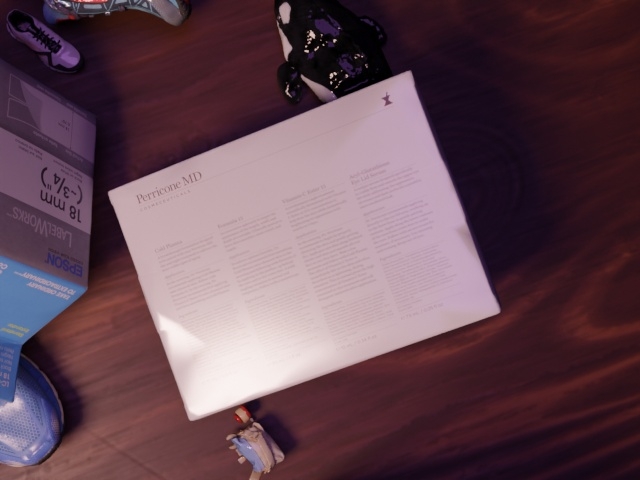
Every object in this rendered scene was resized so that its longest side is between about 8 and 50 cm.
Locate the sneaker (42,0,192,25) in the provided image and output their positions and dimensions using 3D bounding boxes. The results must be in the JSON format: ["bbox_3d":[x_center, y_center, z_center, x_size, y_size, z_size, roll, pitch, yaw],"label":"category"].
[{"bbox_3d":[-0.284,-0.311,1.161,0.262,0.104,0.125,27,101,2],"label":"sneaker"}]

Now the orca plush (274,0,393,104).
[{"bbox_3d":[0.029,-0.197,1.163,0.151,0.102,0.287,-15,87,-6],"label":"orca plush"}]

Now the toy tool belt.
[{"bbox_3d":[-0.086,0.245,1.142,0.051,0.052,0.083,-40,89,-16],"label":"toy tool belt"}]

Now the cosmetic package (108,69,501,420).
[{"bbox_3d":[-0.019,0.009,1.099,0.377,0.097,0.284,-20,89,9],"label":"cosmetic package"}]

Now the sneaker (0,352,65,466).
[{"bbox_3d":[-0.431,0.139,1.070,0.330,0.147,0.130,41,83,-3],"label":"sneaker"}]

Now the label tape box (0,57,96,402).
[{"bbox_3d":[-0.357,-0.021,0.994,0.106,0.241,0.333,-14,65,27],"label":"label tape box"}]

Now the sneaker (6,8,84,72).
[{"bbox_3d":[-0.339,-0.242,1.163,0.109,0.044,0.040,32,81,-4],"label":"sneaker"}]
